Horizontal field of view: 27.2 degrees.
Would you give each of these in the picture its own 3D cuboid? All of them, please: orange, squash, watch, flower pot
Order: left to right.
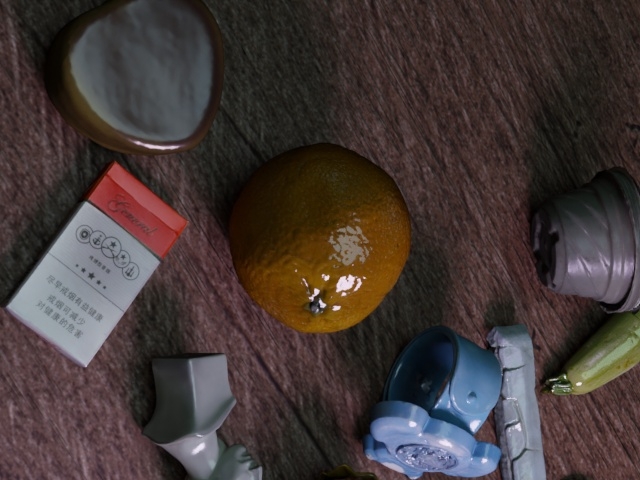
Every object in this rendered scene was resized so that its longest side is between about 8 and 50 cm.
[{"bbox_3d":[0.000,0.000,1.777,0.264,0.264,0.264,3,84,-29],"label":"orange"},{"bbox_3d":[0.164,0.229,1.912,0.211,0.211,0.193,30,58,-24],"label":"watch"},{"bbox_3d":[0.412,0.003,2.060,0.140,0.235,0.235,-5,88,-6],"label":"flower pot"},{"bbox_3d":[0.442,0.187,2.125,0.224,0.094,0.094,-33,102,-19],"label":"squash"}]

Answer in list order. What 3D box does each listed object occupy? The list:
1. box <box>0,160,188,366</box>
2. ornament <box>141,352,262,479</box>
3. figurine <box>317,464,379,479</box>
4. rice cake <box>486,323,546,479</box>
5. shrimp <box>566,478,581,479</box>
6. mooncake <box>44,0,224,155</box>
[{"bbox_3d":[-0.293,0.029,1.739,0.139,0.035,0.245,40,68,-20],"label":"box"},{"bbox_3d":[-0.155,0.283,1.755,0.120,0.130,0.285,-23,89,-45],"label":"ornament"},{"bbox_3d":[0.011,0.412,1.791,0.263,0.189,0.142,-45,133,-41],"label":"figurine"},{"bbox_3d":[0.308,0.297,2.040,0.066,0.063,0.336,-7,87,-24],"label":"rice cake"},{"bbox_3d":[0.401,0.471,2.097,0.124,0.034,0.178,-7,88,-27],"label":"shrimp"},{"bbox_3d":[-0.234,-0.217,1.746,0.235,0.117,0.235,1,88,-30],"label":"mooncake"}]
